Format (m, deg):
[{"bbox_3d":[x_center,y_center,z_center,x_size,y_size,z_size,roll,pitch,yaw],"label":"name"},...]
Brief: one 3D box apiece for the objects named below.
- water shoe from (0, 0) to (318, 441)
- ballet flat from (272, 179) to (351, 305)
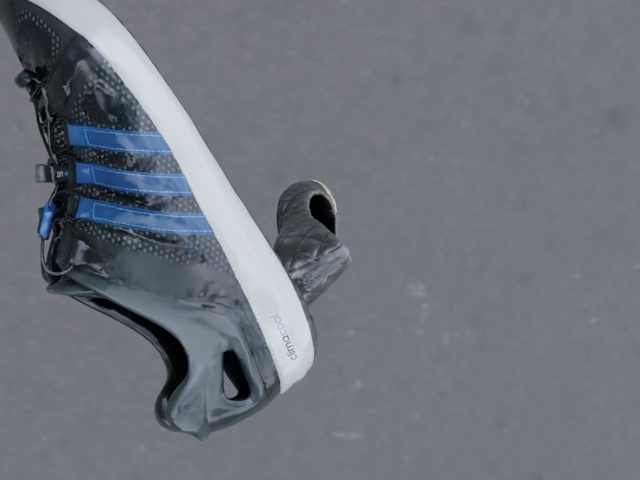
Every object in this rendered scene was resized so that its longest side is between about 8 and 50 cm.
[{"bbox_3d":[-0.082,-0.014,0.673,0.080,0.073,0.203,-36,92,-16],"label":"water shoe"},{"bbox_3d":[0.000,0.000,1.028,0.049,0.173,0.057,-21,105,9],"label":"ballet flat"}]
